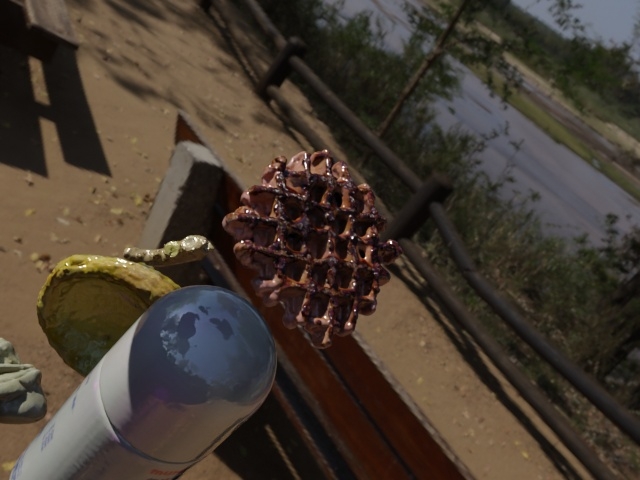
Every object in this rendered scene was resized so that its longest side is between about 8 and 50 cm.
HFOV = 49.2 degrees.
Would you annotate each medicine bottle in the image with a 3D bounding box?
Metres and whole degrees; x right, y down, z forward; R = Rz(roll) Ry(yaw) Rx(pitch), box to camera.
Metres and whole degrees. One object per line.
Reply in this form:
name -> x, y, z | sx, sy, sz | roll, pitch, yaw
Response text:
medicine bottle -> -0.166, 0.166, 0.644 | 0.130, 0.341, 0.130 | 29, 36, -23

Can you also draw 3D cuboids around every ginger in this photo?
ginger -> -0.294, 0.027, 1.370 | 0.069, 0.173, 0.051 | 73, 4, -73

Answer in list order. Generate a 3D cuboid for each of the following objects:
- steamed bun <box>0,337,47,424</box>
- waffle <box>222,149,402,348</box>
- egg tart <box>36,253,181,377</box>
steamed bun -> -0.612, 0.247, 1.280 | 0.218, 0.144, 0.211 | 6, -9, 43
waffle -> 0.000, 0.000, 0.838 | 0.221, 0.055, 0.234 | 52, 51, -12
egg tart -> -0.336, 0.131, 1.207 | 0.294, 0.294, 0.123 | 34, 30, -5
